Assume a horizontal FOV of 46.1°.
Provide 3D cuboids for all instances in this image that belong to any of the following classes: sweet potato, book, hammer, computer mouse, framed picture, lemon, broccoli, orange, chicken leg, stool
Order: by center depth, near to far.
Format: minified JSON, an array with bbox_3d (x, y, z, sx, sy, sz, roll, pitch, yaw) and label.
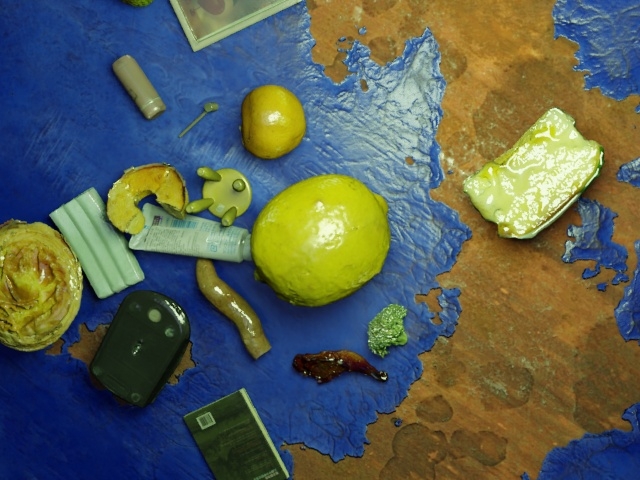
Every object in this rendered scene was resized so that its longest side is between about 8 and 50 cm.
[{"bbox_3d":[0.002,-0.002,1.484,0.284,0.260,0.260,-8,96,-6],"label":"lemon"},{"bbox_3d":[-0.098,-0.239,1.526,0.134,0.156,0.156,9,99,-13],"label":"orange"},{"bbox_3d":[-0.178,-0.546,1.546,0.290,0.020,0.211,-22,103,11],"label":"framed picture"},{"bbox_3d":[-0.210,-0.095,1.577,0.134,0.110,0.134,-25,94,10],"label":"stool"},{"bbox_3d":[0.146,0.188,1.585,0.095,0.096,0.092,-30,136,32],"label":"broccoli"},{"bbox_3d":[-0.264,-0.255,1.609,0.110,0.035,0.019,-40,89,21],"label":"hammer"},{"bbox_3d":[0.041,0.271,1.616,0.205,0.053,0.093,0,120,16],"label":"chicken leg"},{"bbox_3d":[-0.202,0.131,1.631,0.067,0.059,0.281,-38,91,2],"label":"sweet potato"},{"bbox_3d":[-0.382,0.224,1.651,0.170,0.100,0.269,35,106,8],"label":"computer mouse"},{"bbox_3d":[-0.190,0.464,1.689,0.160,0.024,0.228,-27,92,12],"label":"book"}]

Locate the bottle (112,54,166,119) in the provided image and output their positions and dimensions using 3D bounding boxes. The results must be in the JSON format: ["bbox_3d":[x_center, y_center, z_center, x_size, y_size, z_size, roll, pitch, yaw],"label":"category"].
[{"bbox_3d":[-0.386,-0.326,1.605,0.053,0.053,0.140,-35,91,12],"label":"bottle"}]

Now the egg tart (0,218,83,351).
[{"bbox_3d":[-0.638,0.096,1.665,0.297,0.132,0.296,-1,86,16],"label":"egg tart"}]

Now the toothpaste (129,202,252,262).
[{"bbox_3d":[-0.255,-0.005,1.615,0.300,0.073,0.113,11,65,9],"label":"toothpaste"}]

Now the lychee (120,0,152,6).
[{"bbox_3d":[-0.400,-0.548,1.550,0.114,0.114,0.146,-38,109,12],"label":"lychee"}]

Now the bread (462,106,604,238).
[{"bbox_3d":[0.414,-0.123,1.463,0.174,0.133,0.251,47,104,7],"label":"bread"}]

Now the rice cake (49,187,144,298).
[{"bbox_3d":[-0.492,0.008,1.669,0.127,0.043,0.237,-28,91,12],"label":"rice cake"}]

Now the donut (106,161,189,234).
[{"bbox_3d":[-0.364,-0.092,1.605,0.181,0.078,0.146,-22,67,7],"label":"donut"}]
